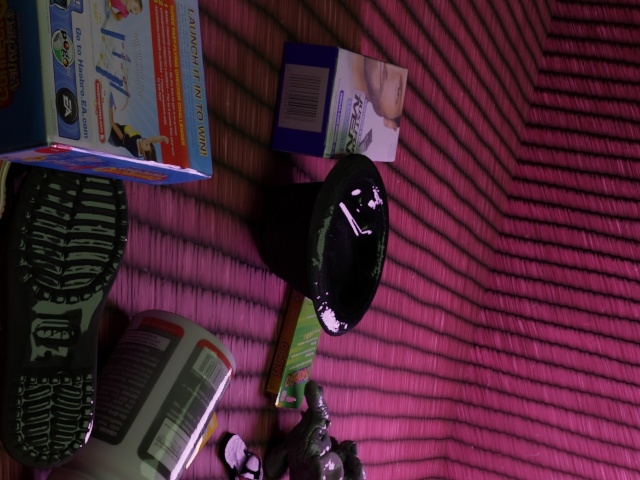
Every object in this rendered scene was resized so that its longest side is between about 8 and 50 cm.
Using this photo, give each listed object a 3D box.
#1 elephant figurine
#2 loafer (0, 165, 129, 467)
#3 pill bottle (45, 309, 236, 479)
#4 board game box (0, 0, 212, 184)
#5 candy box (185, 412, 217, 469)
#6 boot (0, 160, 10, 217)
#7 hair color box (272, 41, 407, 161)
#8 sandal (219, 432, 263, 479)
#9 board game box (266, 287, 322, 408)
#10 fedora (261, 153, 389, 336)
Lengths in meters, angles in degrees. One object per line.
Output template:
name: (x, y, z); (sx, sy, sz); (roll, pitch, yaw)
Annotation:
elephant figurine: (-0.024, 0.413, 1.905); (0.239, 0.169, 0.186); (55, 16, -54)
loafer: (-0.316, 0.064, 1.114); (0.134, 0.130, 0.366); (17, 75, -34)
pill bottle: (-0.240, 0.246, 1.289); (0.283, 0.161, 0.161); (-62, 152, -31)
board game box: (-0.236, -0.225, 1.046); (0.302, 0.086, 0.308); (7, 77, -67)
candy box: (-0.206, 0.246, 1.536); (0.105, 0.027, 0.206); (-55, 149, -48)
boot: (-0.358, -0.070, 1.001); (0.084, 0.059, 0.158); (44, 53, -60)
hair color box: (0.043, -0.239, 1.763); (0.339, 0.110, 0.185); (-10, 110, -67)
sandal: (-0.132, 0.402, 1.763); (0.067, 0.040, 0.179); (-65, 154, -28)
board game box: (-0.039, 0.188, 1.878); (0.124, 0.039, 0.259); (29, 72, -65)
fedora: (0.000, 0.000, 1.721); (0.334, 0.153, 0.334); (-41, 137, -54)
